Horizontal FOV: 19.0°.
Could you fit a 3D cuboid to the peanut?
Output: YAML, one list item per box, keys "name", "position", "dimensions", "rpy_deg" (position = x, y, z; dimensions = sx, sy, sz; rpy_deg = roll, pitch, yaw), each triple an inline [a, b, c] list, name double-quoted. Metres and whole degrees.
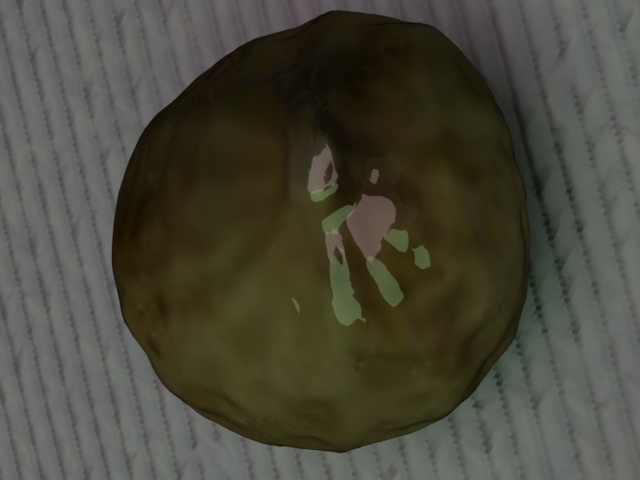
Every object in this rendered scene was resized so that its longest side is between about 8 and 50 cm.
- name: "peanut"
  position: [0.000, 0.000, 0.644]
  dimensions: [0.159, 0.109, 0.140]
  rpy_deg: [-21, 71, 42]
